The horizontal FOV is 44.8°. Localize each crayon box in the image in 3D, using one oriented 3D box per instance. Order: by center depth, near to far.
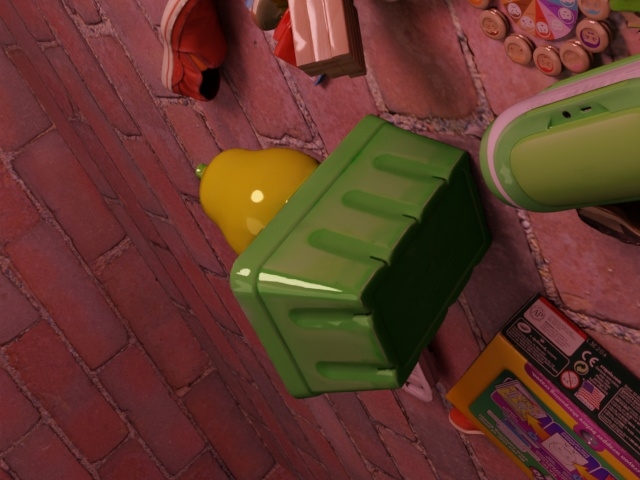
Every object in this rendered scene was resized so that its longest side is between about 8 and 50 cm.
[{"bbox_3d":[0.385,0.287,1.160,0.363,0.106,0.313,44,158,16],"label":"crayon box"}]

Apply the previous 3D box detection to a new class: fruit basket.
[{"bbox_3d":[0.000,0.000,1.082,0.392,0.392,0.283,22,145,48],"label":"fruit basket"}]

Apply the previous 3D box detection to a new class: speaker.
[{"bbox_3d":[0.282,-0.098,0.728,0.131,0.131,0.296,55,157,-13],"label":"speaker"}]

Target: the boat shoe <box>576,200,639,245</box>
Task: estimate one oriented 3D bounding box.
[{"bbox_3d":[0.340,-0.021,0.839,0.152,0.056,0.049,39,162,48],"label":"boat shoe"}]

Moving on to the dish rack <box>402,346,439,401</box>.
[{"bbox_3d":[0.094,0.155,1.532,0.332,0.072,0.286,20,144,50],"label":"dish rack"}]

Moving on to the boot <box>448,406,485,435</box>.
[{"bbox_3d":[0.297,0.321,1.444,0.158,0.059,0.085,3,126,50],"label":"boot"}]

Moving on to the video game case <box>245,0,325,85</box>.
[{"bbox_3d":[-0.041,-0.316,1.127,0.166,0.015,0.119,49,158,2],"label":"video game case"}]

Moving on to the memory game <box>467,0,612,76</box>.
[{"bbox_3d":[0.209,-0.241,0.769,0.186,0.012,0.186,42,161,18],"label":"memory game"}]

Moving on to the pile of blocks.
[{"bbox_3d":[-0.042,-0.348,0.863,0.112,0.149,0.362,-9,110,13],"label":"pile of blocks"}]

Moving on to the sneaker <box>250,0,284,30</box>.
[{"bbox_3d":[-0.029,-0.321,1.013,0.086,0.064,0.192,49,147,6],"label":"sneaker"}]

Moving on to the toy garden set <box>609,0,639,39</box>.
[{"bbox_3d":[0.218,-0.217,0.561,0.244,0.049,0.204,34,-175,-24],"label":"toy garden set"}]

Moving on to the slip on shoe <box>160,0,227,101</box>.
[{"bbox_3d":[-0.199,-0.337,1.281,0.101,0.123,0.331,25,156,-1],"label":"slip on shoe"}]
